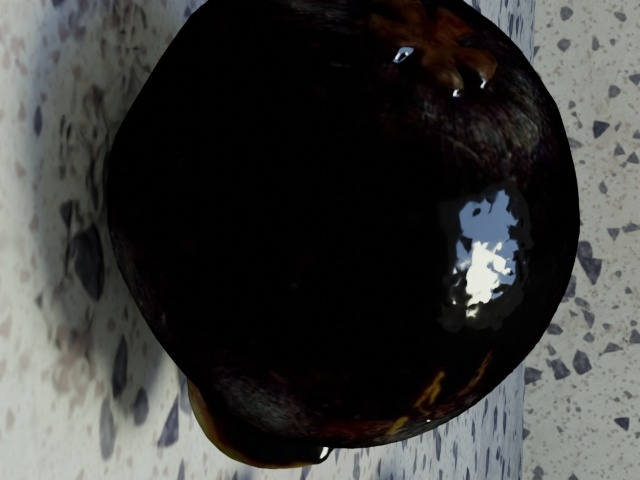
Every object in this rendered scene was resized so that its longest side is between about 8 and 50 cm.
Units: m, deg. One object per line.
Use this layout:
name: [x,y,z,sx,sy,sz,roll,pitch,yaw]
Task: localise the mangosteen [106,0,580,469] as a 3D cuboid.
mangosteen: [0.000,0.000,0.692,0.302,0.275,0.275,-57,-172,40]
